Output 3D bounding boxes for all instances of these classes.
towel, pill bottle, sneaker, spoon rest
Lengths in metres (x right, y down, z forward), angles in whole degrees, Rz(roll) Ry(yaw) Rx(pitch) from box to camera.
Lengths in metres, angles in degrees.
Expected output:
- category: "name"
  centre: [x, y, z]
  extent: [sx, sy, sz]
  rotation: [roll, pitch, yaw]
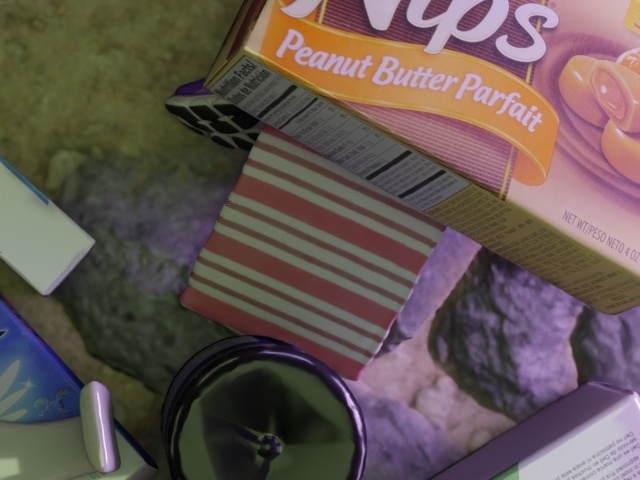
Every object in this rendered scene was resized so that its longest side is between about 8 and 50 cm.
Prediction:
- category: "towel"
  centre: [0.000, 0.000, 1.166]
  extent: [0.144, 0.029, 0.197]
  rotation: [25, 122, -6]
- category: "pill bottle"
  centre: [-0.043, 0.124, 1.113]
  extent: [0.123, 0.219, 0.122]
  rotation: [0, 89, -6]
- category: "sneaker"
  centre: [-0.031, -0.110, 1.170]
  extent: [0.068, 0.170, 0.071]
  rotation: [39, 50, -44]
- category: "spoon rest"
  centre: [-0.248, 0.146, 1.066]
  extent: [0.276, 0.084, 0.137]
  rotation: [-12, 76, 14]

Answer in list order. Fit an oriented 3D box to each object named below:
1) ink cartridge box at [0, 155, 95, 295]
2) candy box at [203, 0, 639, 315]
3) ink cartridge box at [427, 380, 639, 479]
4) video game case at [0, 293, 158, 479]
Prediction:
- category: "ink cartridge box"
  centre: [-0.202, -0.008, 1.145]
  extent: [0.088, 0.122, 0.052]
  rotation: [43, 81, -5]
- category: "candy box"
  centre: [0.107, -0.107, 1.085]
  extent: [0.316, 0.087, 0.183]
  rotation: [29, 69, -12]
- category: "ink cartridge box"
  centre: [0.192, 0.270, 1.191]
  extent: [0.201, 0.117, 0.278]
  rotation: [-31, 93, -6]
- category: "video game case"
  centre: [-0.288, 0.137, 1.132]
  extent: [0.244, 0.061, 0.269]
  rotation: [-43, 79, -7]
